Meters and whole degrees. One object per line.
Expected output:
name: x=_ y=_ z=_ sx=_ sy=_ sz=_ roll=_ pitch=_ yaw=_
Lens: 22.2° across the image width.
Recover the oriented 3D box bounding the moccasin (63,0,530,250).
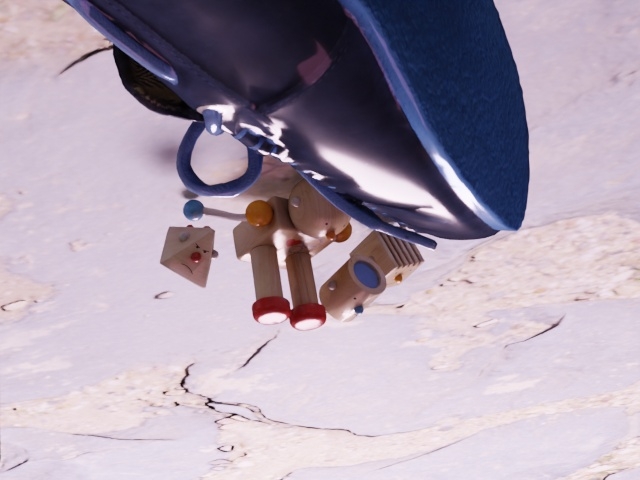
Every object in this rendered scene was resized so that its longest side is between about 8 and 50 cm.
moccasin: x=-0.029 y=-0.103 z=0.597 sx=0.117 sy=0.137 sz=0.342 roll=-15 pitch=143 yaw=26

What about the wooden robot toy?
wooden robot toy: x=0.000 y=0.000 z=0.898 sx=0.173 sy=0.076 sz=0.079 roll=10 pitch=141 yaw=-37
